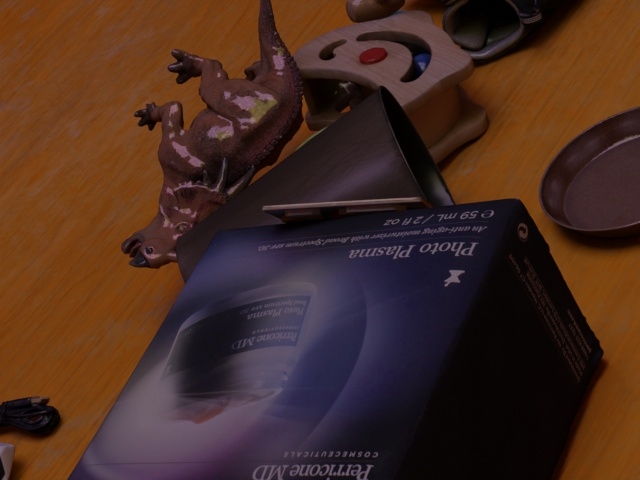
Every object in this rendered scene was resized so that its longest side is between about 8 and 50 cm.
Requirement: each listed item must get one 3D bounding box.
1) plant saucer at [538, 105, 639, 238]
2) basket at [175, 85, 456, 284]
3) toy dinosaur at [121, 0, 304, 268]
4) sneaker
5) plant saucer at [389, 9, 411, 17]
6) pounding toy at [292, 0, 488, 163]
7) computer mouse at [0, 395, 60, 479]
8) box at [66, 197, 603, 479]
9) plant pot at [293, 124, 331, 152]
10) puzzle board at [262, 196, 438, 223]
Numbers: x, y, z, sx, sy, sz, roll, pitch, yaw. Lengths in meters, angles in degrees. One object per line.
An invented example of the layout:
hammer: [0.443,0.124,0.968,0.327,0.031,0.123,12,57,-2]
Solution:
plant saucer: [0.272,-0.056,1.520,0.168,0.029,0.168,-22,32,15]
basket: [0.000,0.000,1.559,0.227,0.154,0.204,-30,51,11]
toy dinosaur: [-0.083,-0.094,1.729,0.295,0.127,0.200,-57,36,2]
sneaker: [0.146,-0.267,1.848,0.269,0.101,0.153,5,44,40]
plant saucer: [0.060,-0.206,1.914,0.119,0.021,0.119,-22,33,15]
pounding toy: [0.049,-0.187,1.754,0.154,0.155,0.269,-23,31,-7]
computer mouse: [-0.315,0.216,1.622,0.106,0.042,0.193,-7,33,26]
box: [0.014,0.136,1.324,0.296,0.182,0.294,-7,40,35]
plant pot: [0.025,-0.058,1.679,0.083,0.079,0.083,-24,29,14]
puzzle board: [0.026,-0.022,1.416,0.128,0.011,0.096,-3,-5,13]
